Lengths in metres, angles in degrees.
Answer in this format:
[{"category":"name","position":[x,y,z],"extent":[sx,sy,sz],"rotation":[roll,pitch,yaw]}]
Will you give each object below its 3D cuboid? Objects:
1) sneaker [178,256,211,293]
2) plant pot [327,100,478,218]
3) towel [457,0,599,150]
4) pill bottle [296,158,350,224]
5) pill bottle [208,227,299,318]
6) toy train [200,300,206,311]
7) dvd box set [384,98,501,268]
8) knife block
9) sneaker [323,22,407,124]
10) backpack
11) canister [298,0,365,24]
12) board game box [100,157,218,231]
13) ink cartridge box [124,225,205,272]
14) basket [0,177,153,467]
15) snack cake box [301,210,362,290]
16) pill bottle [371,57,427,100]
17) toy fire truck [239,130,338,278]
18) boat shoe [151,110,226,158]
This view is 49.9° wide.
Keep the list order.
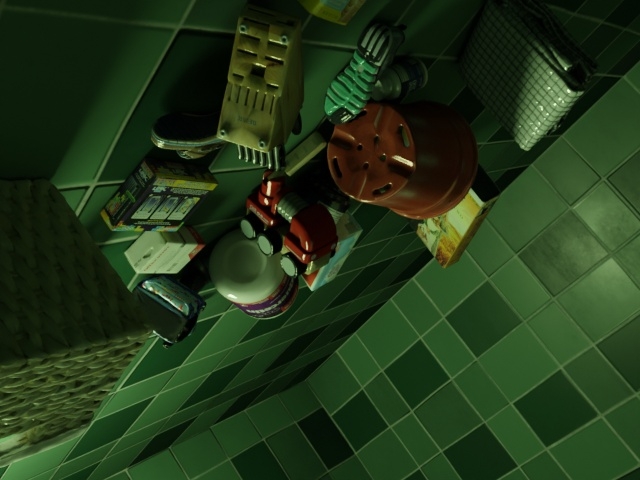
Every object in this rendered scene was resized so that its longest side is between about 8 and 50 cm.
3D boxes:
[{"category":"sneaker","position":[-0.309,0.100,1.649],"extent":[0.089,0.051,0.170],"rotation":[-37,167,-14]},{"category":"plant pot","position":[0.165,-0.180,1.468],"extent":[0.272,0.272,0.265],"rotation":[-45,160,24]},{"category":"towel","position":[0.448,-0.375,1.492],"extent":[0.121,0.283,0.235],"rotation":[-30,163,-23]},{"category":"pill bottle","position":[-0.007,-0.078,1.624],"extent":[0.219,0.123,0.123],"rotation":[-55,158,13]},{"category":"pill bottle","position":[-0.153,0.093,1.713],"extent":[0.181,0.181,0.323],"rotation":[-36,163,-4]},{"category":"toy train","position":[-0.362,0.186,1.809],"extent":[0.158,0.027,0.036],"rotation":[-15,149,-51]},{"category":"dvd box set","position":[0.302,-0.131,1.801],"extent":[0.062,0.307,0.420],"rotation":[-30,162,-15]},{"category":"knife block","position":[-0.077,-0.243,1.126],"extent":[0.242,0.088,0.275],"rotation":[-58,165,-65]},{"category":"sneaker","position":[0.092,-0.312,1.312],"extent":[0.098,0.083,0.223],"rotation":[-25,159,-46]},{"category":"backpack","position":[-0.341,0.150,1.560],"extent":[0.117,0.158,0.173],"rotation":[-59,172,9]},{"category":"canister","position":[0.049,-0.405,1.003],"extent":[0.170,0.073,0.126],"rotation":[-45,161,29]},{"category":"board game box","position":[-0.288,-0.078,1.240],"extent":[0.141,0.048,0.170],"rotation":[-46,160,21]},{"category":"ink cartridge box","position":[-0.318,0.017,1.410],"extent":[0.099,0.056,0.135],"rotation":[-42,162,16]},{"category":"basket","position":[-0.468,0.115,0.928],"extent":[0.266,0.331,0.328],"rotation":[-48,160,26]},{"category":"snack cake box","position":[0.000,0.000,1.815],"extent":[0.089,0.152,0.264],"rotation":[-27,161,-29]},{"category":"pill bottle","position":[0.157,-0.328,1.412],"extent":[0.120,0.067,0.067],"rotation":[-27,160,-29]},{"category":"toy fire truck","position":[-0.044,-0.083,1.457],"extent":[0.158,0.217,0.246],"rotation":[-28,145,-34]},{"category":"boat shoe","position":[-0.208,-0.167,1.133],"extent":[0.183,0.066,0.066],"rotation":[-15,154,-50]}]
